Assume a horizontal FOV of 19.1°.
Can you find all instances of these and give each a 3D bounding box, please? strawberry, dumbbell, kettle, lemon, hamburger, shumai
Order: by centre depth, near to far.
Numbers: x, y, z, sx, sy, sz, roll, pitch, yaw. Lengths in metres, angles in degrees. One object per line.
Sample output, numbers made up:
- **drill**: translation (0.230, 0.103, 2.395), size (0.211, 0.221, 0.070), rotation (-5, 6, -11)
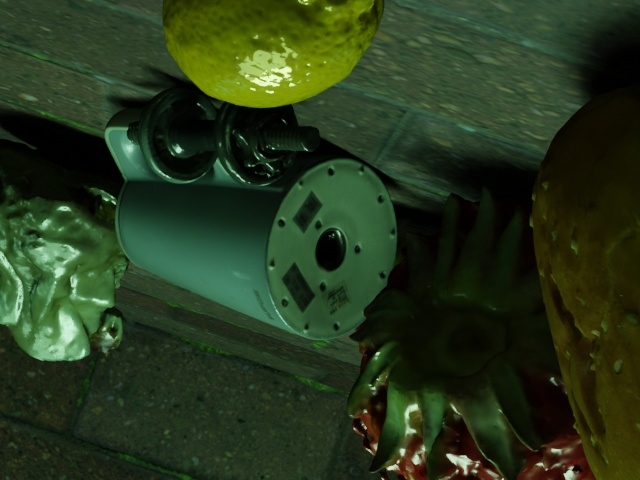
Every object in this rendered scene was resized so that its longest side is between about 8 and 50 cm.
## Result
- **lemon**: translation (-0.024, -0.133, 1.068), size (0.114, 0.114, 0.155), rotation (25, 157, -35)
- **hamburger**: translation (0.228, 0.046, 1.161), size (0.170, 0.290, 0.314), rotation (-12, 174, -2)
- **dumbbell**: translation (-0.083, -0.084, 1.535), size (0.081, 0.081, 0.254), rotation (25, 169, -36)
- **strawberry**: translation (0.191, 0.122, 1.580), size (0.292, 0.292, 0.343), rotation (11, 166, 39)
- **kettle**: translation (-0.083, -0.028, 1.697), size (0.243, 0.160, 0.210), rotation (12, 144, 44)
- **shumai**: translation (-0.291, 0.013, 2.016), size (0.189, 0.218, 0.256), rotation (10, -172, 0)

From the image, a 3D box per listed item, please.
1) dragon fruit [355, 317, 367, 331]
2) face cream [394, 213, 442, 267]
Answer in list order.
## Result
- **dragon fruit**: translation (0.128, 0.096, 1.704), size (0.127, 0.161, 0.120), rotation (51, -175, 26)
- **face cream**: translation (-0.034, 0.001, 1.854), size (0.349, 0.105, 0.105), rotation (14, 169, 25)
